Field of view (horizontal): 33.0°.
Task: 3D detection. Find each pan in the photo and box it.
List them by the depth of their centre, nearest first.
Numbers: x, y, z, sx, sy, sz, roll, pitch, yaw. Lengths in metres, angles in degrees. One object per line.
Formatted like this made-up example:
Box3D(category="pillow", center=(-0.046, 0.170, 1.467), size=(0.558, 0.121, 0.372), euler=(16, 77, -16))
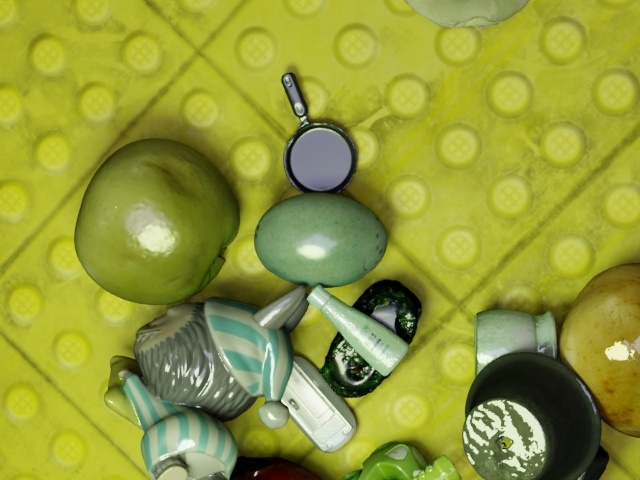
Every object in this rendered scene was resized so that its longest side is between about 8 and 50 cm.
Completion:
Box3D(category="pan", center=(-0.017, -0.192, 1.952), size=(0.136, 0.028, 0.235), euler=(-19, 97, 10))

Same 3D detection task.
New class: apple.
Box3D(category="apple", center=(-0.293, -0.025, 1.911), size=(0.257, 0.233, 0.295), euler=(30, 101, 6))

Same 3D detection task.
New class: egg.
Box3D(category="egg", center=(0.000, 0.000, 1.903), size=(0.236, 0.169, 0.169), euler=(4, 98, 10))

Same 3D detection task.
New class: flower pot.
Box3D(category="flower pot", center=(0.318, 0.307, 1.735), size=(0.235, 0.148, 0.235), euler=(3, 97, 28))

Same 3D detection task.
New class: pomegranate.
Box3D(category="pomegranate", center=(0.543, 0.186, 1.804), size=(0.307, 0.307, 0.307), euler=(1, 97, 8))

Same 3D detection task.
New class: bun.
Box3D(category="bun", center=(0.245, -0.488, 1.810), size=(0.272, 0.168, 0.273), euler=(0, 92, 14))

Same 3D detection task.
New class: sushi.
Box3D(category="sushi", center=(0.090, 0.177, 1.935), size=(0.124, 0.127, 0.225), euler=(34, 103, 4))

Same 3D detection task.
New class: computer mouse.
Box3D(category="computer mouse", center=(-0.018, 0.304, 2.007), size=(0.102, 0.045, 0.199), euler=(-42, 90, 12))

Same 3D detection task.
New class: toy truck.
Box3D(category="toy truck", center=(0.138, 0.449, 1.910), size=(0.187, 0.210, 0.148), euler=(-33, 94, -20))

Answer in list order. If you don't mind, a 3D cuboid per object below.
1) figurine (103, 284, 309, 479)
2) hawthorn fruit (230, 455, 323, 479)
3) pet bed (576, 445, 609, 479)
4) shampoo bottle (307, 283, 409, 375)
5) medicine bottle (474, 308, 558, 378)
Box3D(category="figurine", center=(-0.166, 0.215, 1.855), size=(0.266, 0.361, 0.378), euler=(31, 107, -34))
Box3D(category="hawthorn fruit", center=(-0.092, 0.529, 1.934), size=(0.315, 0.316, 0.316), euler=(1, 97, 8))
Box3D(category="pet bed", center=(0.407, 0.427, 1.890), size=(0.159, 0.183, 0.211), euler=(28, 99, 8))
Box3D(category="shampoo bottle", center=(0.060, 0.147, 1.851), size=(0.190, 0.041, 0.069), euler=(40, 97, 3))
Box3D(category="medicine bottle", center=(0.341, 0.194, 1.889), size=(0.143, 0.147, 0.147), euler=(0, 97, 7))
